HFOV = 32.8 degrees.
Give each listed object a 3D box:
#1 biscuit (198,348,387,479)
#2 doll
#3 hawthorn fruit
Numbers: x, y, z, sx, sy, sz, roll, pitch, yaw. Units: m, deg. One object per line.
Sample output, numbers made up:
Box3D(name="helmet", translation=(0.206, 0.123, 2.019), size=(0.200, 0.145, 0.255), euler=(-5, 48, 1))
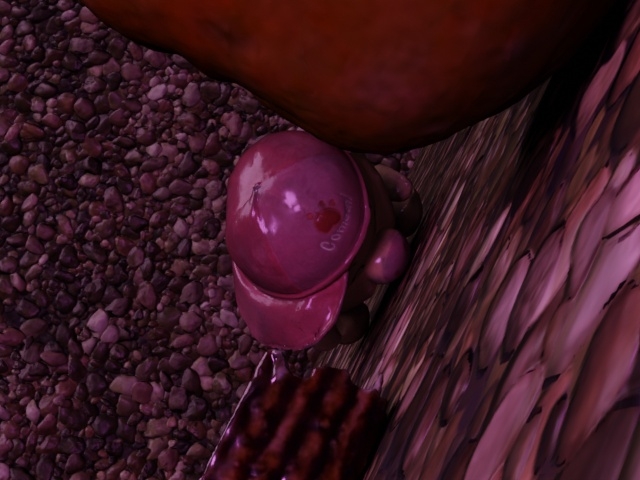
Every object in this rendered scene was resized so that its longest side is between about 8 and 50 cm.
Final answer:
Box3D(name="biscuit", translation=(-0.048, 0.170, 0.517), size=(0.252, 0.070, 0.106), euler=(-62, 0, -20))
Box3D(name="doll", translation=(0.004, -0.001, 0.940), size=(0.256, 0.152, 0.196), euler=(35, -132, -74))
Box3D(name="hawthorn fruit", translation=(0.034, -0.192, 0.435), size=(0.301, 0.267, 0.268), euler=(-62, 0, 23))
